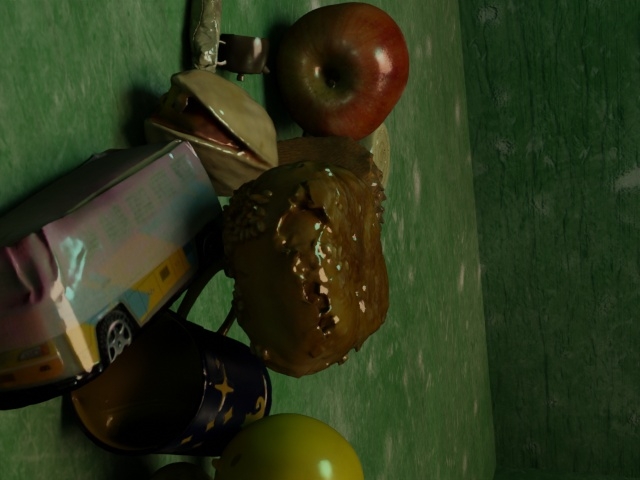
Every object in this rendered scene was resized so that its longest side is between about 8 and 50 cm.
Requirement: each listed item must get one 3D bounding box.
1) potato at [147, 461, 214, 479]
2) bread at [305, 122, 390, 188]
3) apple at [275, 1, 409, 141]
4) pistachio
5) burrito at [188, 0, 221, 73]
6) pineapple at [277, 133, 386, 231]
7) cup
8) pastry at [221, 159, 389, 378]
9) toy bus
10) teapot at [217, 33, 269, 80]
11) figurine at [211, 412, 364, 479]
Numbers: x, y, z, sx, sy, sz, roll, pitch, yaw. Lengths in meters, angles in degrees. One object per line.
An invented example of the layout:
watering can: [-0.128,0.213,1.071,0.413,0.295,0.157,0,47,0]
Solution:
potato: [-0.168,0.397,1.356,0.146,0.150,0.234,-44,133,-10]
bread: [0.050,-0.156,1.915,0.134,0.141,0.148,66,33,-56]
apple: [0.046,-0.290,1.764,0.241,0.242,0.242,-27,116,-70]
pistachio: [-0.146,-0.142,1.360,0.229,0.157,0.157,31,62,-59]
burrito: [-0.165,-0.321,1.460,0.058,0.045,0.188,115,-21,-76]
pineapple: [0.001,0.001,1.724,0.357,0.223,0.222,88,17,-46]
cup: [-0.143,0.159,1.271,0.178,0.255,0.256,54,7,21]
pastry: [-0.023,0.032,1.213,0.311,0.162,0.255,14,74,-73]
toy bus: [-0.252,0.017,1.089,0.162,0.171,0.386,69,25,-16]
teapot: [-0.124,-0.277,1.540,0.121,0.076,0.068,-2,103,-43]
figurine: [-0.050,0.382,1.254,0.215,0.187,0.343,-137,-129,-66]
